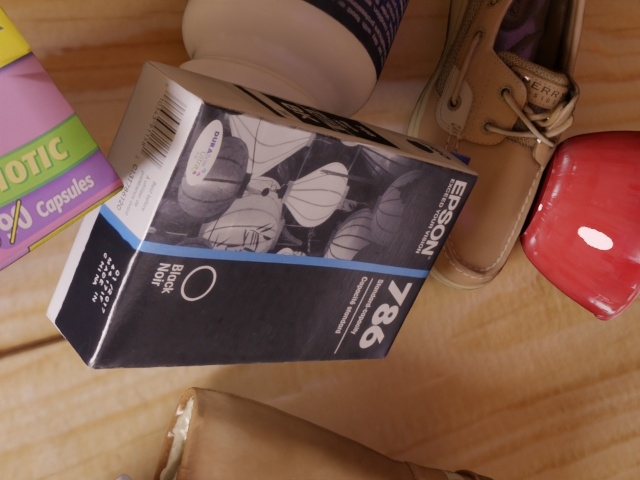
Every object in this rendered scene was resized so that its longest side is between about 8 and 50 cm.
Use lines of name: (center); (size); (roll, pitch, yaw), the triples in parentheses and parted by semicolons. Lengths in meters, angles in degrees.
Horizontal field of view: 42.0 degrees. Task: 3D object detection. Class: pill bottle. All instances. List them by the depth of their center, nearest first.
pill bottle: (-0.013, -0.182, 0.632); (0.153, 0.153, 0.265); (28, 70, -23)

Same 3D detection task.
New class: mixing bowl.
mixing bowl: (0.242, -0.029, 0.757); (0.098, 0.181, 0.181); (21, 72, 2)

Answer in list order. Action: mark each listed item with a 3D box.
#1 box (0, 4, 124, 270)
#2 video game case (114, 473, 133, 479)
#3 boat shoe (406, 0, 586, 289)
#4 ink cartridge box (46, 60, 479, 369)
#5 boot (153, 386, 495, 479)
box: (-0.248, 0.001, 0.427); (0.213, 0.243, 0.117); (-39, 101, -28)
video game case: (-0.129, 0.252, 0.547); (0.143, 0.019, 0.157); (-40, 104, 3)
boat shoe: (0.158, -0.124, 0.725); (0.121, 0.110, 0.341); (10, 87, -23)
ink cartridge box: (0.000, 0.000, 0.561); (0.332, 0.065, 0.165); (5, 116, -49)
boot: (-0.005, 0.255, 0.621); (0.269, 0.089, 0.236); (19, 72, -22)
